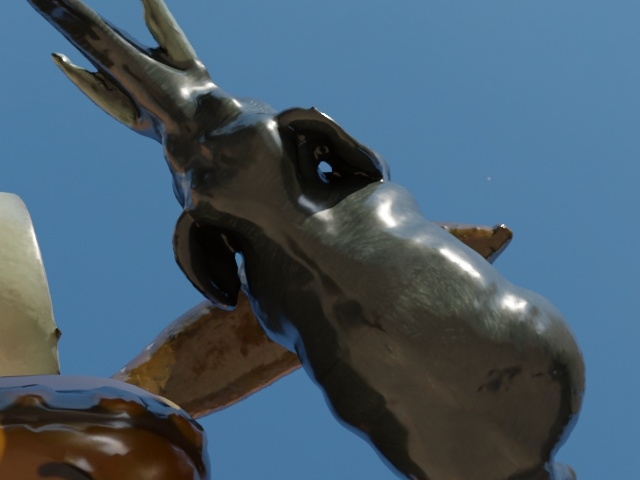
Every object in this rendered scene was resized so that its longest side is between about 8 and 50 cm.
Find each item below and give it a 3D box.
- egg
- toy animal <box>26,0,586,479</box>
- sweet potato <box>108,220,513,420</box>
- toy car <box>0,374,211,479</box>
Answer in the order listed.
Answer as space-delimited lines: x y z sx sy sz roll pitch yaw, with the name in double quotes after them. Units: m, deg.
-0.344 0.064 1.270 0.162 0.271 0.206 -8 -86 -22 "egg"
-0.002 -0.002 0.508 0.269 0.137 0.082 44 -88 -1 "toy animal"
-0.045 0.059 0.893 0.346 0.108 0.079 -27 -88 -2 "sweet potato"
-0.134 0.174 0.534 0.271 0.341 0.240 -6 -93 -16 "toy car"
